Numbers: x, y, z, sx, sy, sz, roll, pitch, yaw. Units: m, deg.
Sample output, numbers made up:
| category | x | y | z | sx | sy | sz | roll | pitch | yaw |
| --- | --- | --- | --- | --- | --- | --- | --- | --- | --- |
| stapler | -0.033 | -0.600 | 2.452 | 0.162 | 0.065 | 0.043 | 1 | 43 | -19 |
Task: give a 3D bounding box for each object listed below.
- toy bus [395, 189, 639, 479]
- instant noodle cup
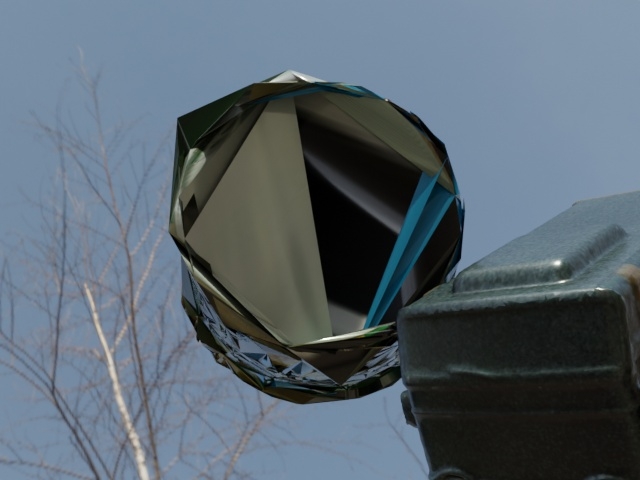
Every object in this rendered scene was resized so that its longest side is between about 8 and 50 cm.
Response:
| category | x | y | z | sx | sy | sz | roll | pitch | yaw |
| --- | --- | --- | --- | --- | --- | --- | --- | --- | --- |
| toy bus | 0.173 | 0.065 | 0.518 | 0.275 | 0.138 | 0.167 | -25 | -78 | -49 |
| instant noodle cup | 0.000 | 0.000 | 0.630 | 0.240 | 0.178 | 0.240 | 0 | -102 | -1 |
